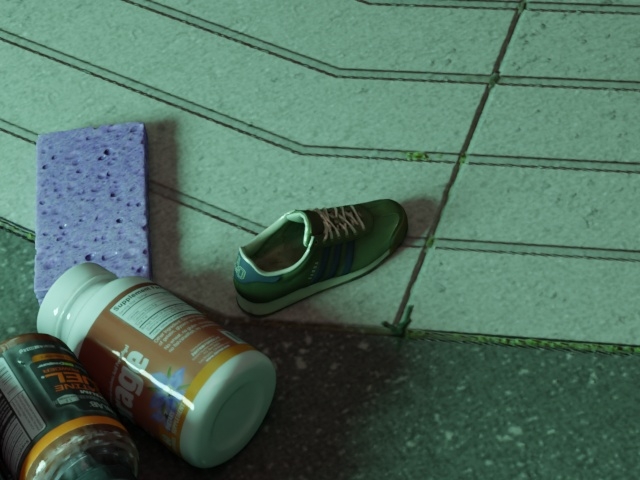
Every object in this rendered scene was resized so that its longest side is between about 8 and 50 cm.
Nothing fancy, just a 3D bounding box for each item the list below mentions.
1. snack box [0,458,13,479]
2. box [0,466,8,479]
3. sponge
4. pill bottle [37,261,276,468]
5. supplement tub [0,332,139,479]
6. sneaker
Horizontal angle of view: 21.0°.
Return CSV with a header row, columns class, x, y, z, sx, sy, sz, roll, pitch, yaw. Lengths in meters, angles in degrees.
class,x,y,z,sx,sy,sz,roll,pitch,yaw
snack box,-0.343,0.252,1.586,0.178,0.022,0.064,-28,56,-12
box,-0.377,0.194,1.509,0.163,0.142,0.247,-30,27,-13
sponge,-0.233,-0.030,1.773,0.117,0.031,0.210,-8,52,3
pill bottle,-0.157,0.109,1.603,0.216,0.121,0.121,31,63,27
supplement tub,-0.224,0.174,1.494,0.106,0.106,0.198,-30,46,-14
sneaker,0.000,0.000,1.681,0.192,0.086,0.064,-28,55,-13
